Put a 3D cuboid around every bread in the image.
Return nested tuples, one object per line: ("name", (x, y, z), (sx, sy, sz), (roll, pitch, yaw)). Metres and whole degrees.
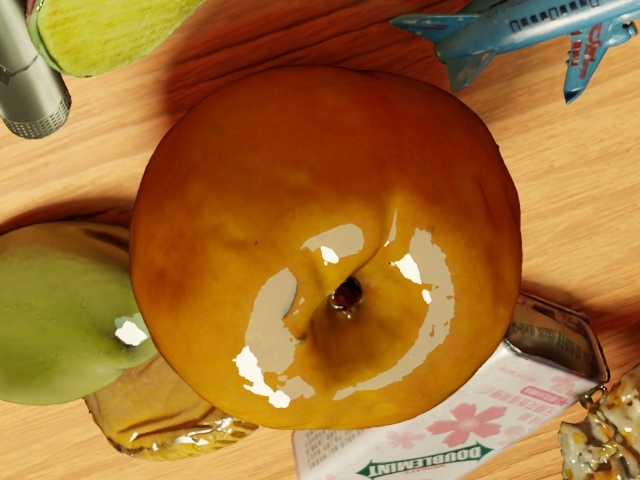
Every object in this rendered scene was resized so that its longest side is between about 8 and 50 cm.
("bread", (-0.130, -0.216, 1.106), (0.228, 0.033, 0.228), (-45, 162, -19))
("bread", (-0.142, 0.135, 1.566), (0.199, 0.199, 0.104), (-22, 161, 14))

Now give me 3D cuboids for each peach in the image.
("peach", (0.000, 0.000, 1.318), (0.343, 0.301, 0.342), (-6, 122, -10))

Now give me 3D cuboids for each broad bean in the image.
("broad bean", (-0.260, 0.073, 1.486), (0.263, 0.121, 0.189), (-21, 113, 15))

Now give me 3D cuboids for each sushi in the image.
("sushi", (0.444, 0.237, 1.802), (0.417, 0.176, 0.417), (-32, 153, -19))

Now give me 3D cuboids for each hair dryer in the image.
("hair dryer", (-0.335, -0.154, 1.135), (0.284, 0.155, 0.320), (-16, 155, -12))

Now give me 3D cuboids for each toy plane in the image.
("toy plane", (0.203, -0.206, 1.251), (0.271, 0.105, 0.254), (-27, 143, 20))

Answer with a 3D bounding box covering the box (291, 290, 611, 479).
("box", (0.151, 0.193, 1.810), (0.190, 0.112, 0.370), (21, 132, -38))
